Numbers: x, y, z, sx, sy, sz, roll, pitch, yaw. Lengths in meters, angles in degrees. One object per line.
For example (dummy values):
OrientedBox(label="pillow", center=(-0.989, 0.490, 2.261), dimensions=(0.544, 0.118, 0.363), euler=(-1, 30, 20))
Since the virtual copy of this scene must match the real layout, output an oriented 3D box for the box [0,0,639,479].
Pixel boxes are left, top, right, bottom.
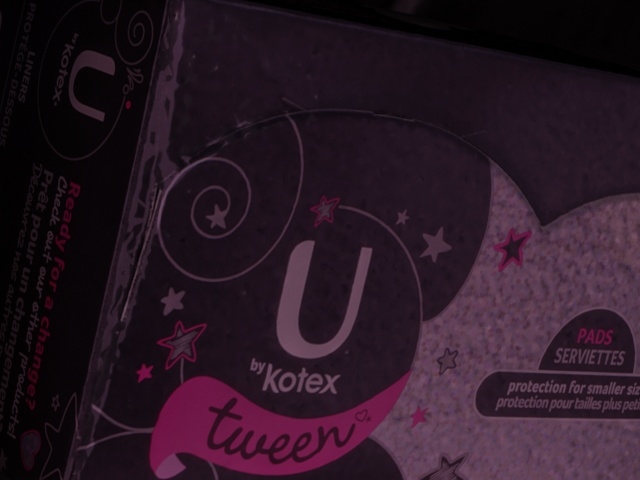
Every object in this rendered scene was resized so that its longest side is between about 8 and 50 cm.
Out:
OrientedBox(label="box", center=(0.000, 0.000, 0.645), dimensions=(0.247, 0.142, 0.163), euler=(6, 101, -37))
